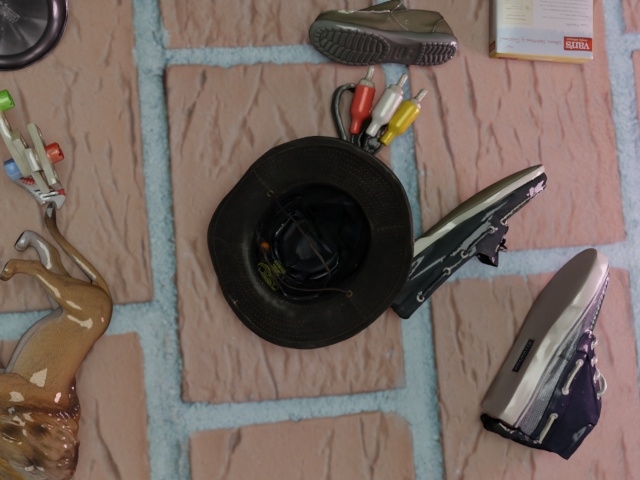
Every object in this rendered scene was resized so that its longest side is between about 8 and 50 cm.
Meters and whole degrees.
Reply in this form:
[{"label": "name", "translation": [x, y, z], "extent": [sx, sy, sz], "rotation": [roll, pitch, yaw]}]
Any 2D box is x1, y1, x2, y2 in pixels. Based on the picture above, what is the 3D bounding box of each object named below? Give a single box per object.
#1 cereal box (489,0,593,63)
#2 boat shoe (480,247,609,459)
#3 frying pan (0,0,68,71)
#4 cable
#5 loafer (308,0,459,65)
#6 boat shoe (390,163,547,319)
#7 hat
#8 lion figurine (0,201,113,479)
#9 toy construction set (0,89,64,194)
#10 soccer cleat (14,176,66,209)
[{"label": "cereal box", "translation": [0.370, -0.421, 1.921], "extent": [0.173, 0.047, 0.240], "rotation": [3, 86, -10]}, {"label": "boat shoe", "translation": [0.407, 0.191, 1.860], "extent": [0.158, 0.127, 0.340], "rotation": [32, 89, -14]}, {"label": "frying pan", "translation": [-0.420, -0.378, 1.719], "extent": [0.326, 0.053, 0.197], "rotation": [-30, 119, -5]}, {"label": "cable", "translation": [0.059, -0.140, 1.828], "extent": [0.139, 0.072, 0.287], "rotation": [22, 82, -5]}, {"label": "loafer", "translation": [0.099, -0.339, 1.851], "extent": [0.251, 0.094, 0.087], "rotation": [4, 61, -20]}, {"label": "boat shoe", "translation": [0.236, 0.007, 1.826], "extent": [0.340, 0.127, 0.113], "rotation": [-34, 94, -10]}, {"label": "hat", "translation": [0.000, 0.000, 1.763], "extent": [0.331, 0.134, 0.331], "rotation": [2, 97, 16]}, {"label": "lion figurine", "translation": [-0.400, 0.163, 1.685], "extent": [0.240, 0.142, 0.392], "rotation": [31, 77, -15]}, {"label": "toy construction set", "translation": [-0.545, -0.124, 1.655], "extent": [0.327, 0.151, 0.215], "rotation": [-16, 59, -14]}, {"label": "soccer cleat", "translation": [-0.431, -0.073, 1.748], "extent": [0.083, 0.029, 0.036], "rotation": [19, 78, -14]}]
